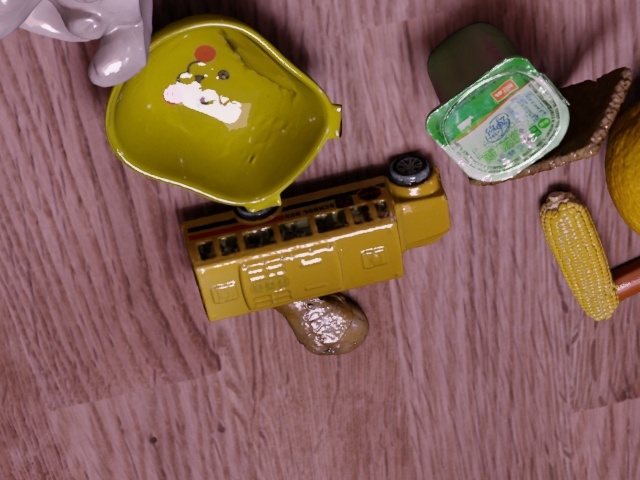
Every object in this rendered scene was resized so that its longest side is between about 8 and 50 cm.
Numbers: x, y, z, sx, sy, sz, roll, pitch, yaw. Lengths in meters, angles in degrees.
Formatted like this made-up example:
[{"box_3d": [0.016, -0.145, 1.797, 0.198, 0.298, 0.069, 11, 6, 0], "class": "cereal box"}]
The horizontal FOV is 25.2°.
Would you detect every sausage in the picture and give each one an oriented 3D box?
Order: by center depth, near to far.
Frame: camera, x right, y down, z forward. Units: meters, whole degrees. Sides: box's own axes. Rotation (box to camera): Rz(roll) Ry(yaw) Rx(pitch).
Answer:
[{"box_3d": [0.432, 0.056, 2.005, 0.131, 0.041, 0.039, -26, 117, 8], "class": "sausage"}]

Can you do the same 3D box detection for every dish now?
[{"box_3d": [-0.117, -0.165, 1.657, 0.262, 0.108, 0.221, 28, 117, -29], "class": "dish"}]

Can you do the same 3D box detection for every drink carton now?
[{"box_3d": [0.200, -0.174, 1.702, 0.146, 0.142, 0.144, -37, 124, 16], "class": "drink carton"}]

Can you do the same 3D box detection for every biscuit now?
[{"box_3d": [0.280, -0.134, 1.755, 0.026, 0.131, 0.237, 40, 154, -19], "class": "biscuit"}]

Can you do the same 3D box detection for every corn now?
[{"box_3d": [0.350, 0.019, 1.926, 0.067, 0.067, 0.206, -25, 118, 7], "class": "corn"}]

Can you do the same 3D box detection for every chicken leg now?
[{"box_3d": [-0.023, 0.094, 1.917, 0.198, 0.069, 0.085, 32, 114, -24], "class": "chicken leg"}]

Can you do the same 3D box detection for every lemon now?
[{"box_3d": [0.455, -0.086, 1.806, 0.188, 0.188, 0.256, -25, 127, 7], "class": "lemon"}]

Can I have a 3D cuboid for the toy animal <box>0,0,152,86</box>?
[{"box_3d": [-0.309, -0.294, 1.472, 0.265, 0.206, 0.271, 2, 148, 1], "class": "toy animal"}]

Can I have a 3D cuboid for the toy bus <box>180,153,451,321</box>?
[{"box_3d": [0.000, 0.000, 1.806, 0.336, 0.123, 0.121, -13, 129, -2], "class": "toy bus"}]
